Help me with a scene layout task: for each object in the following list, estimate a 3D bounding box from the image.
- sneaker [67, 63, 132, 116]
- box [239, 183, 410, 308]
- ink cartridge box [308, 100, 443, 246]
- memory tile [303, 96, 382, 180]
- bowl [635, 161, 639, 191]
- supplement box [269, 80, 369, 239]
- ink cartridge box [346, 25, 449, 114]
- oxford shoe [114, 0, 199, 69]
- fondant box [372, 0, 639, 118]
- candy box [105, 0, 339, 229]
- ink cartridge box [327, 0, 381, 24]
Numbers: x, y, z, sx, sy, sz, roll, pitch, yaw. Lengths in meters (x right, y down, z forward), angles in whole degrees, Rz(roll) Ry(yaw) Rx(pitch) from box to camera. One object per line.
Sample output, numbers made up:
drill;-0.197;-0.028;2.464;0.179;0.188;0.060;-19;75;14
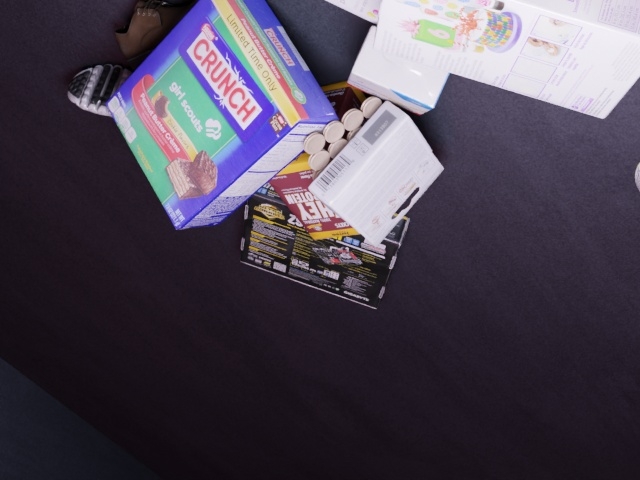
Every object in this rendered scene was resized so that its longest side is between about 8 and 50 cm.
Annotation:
sneaker;-0.336;-0.250;1.909;0.292;0.110;0.118;13;154;14
box;0.000;0.000;2.085;0.322;0.079;0.257;19;144;4
ink cartridge box;0.097;-0.103;1.667;0.066;0.189;0.232;42;-179;23
memory tile;0.042;-0.157;1.618;0.012;0.148;0.113;47;165;39
bowl;0.597;-0.071;1.660;0.170;0.080;0.170;14;145;10
supplement box;0.023;-0.138;1.778;0.129;0.194;0.191;-7;137;35
ink cartridge box;0.117;-0.255;1.566;0.134;0.078;0.231;23;-177;-1
oxford shoe;-0.272;-0.370;1.726;0.227;0.083;0.096;-19;115;36
fondant box;0.241;-0.278;1.266;0.330;0.096;0.238;16;167;2
candy box;-0.168;-0.212;1.662;0.317;0.122;0.268;-39;76;30
ink cartridge box;0.166;-0.391;1.414;0.306;0.131;0.226;25;146;-3
